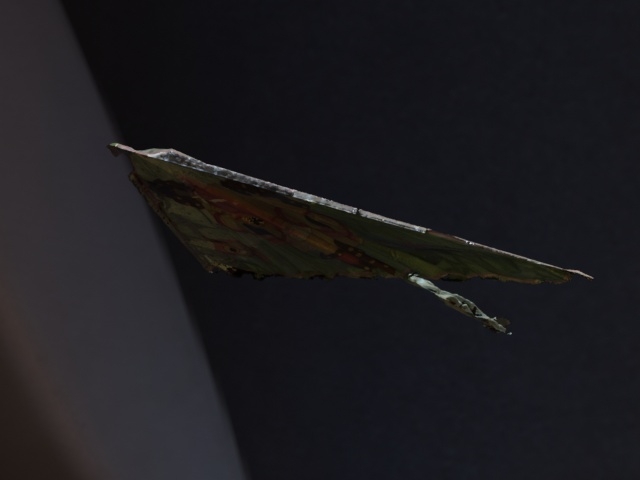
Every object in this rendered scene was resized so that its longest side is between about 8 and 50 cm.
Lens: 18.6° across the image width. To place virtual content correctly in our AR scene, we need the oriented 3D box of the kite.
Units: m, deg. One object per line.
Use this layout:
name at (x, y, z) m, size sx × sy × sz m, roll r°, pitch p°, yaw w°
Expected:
kite at (0.000, 0.000, 1.004) m, size 0.268 × 0.323 × 0.013 m, roll 25°, pitch 75°, yaw -31°
